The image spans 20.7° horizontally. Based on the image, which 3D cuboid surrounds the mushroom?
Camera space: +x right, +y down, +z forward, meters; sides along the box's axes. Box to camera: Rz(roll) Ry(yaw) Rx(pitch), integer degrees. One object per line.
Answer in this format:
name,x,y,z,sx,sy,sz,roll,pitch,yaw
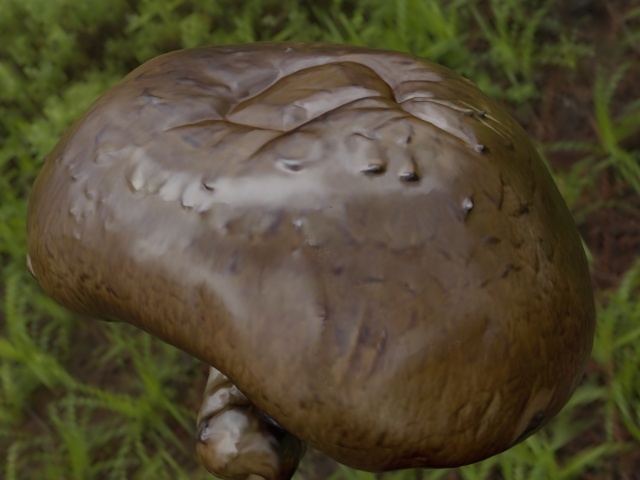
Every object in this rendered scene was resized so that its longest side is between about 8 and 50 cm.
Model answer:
mushroom,0.000,-0.011,0.673,0.231,0.138,0.194,20,48,23
